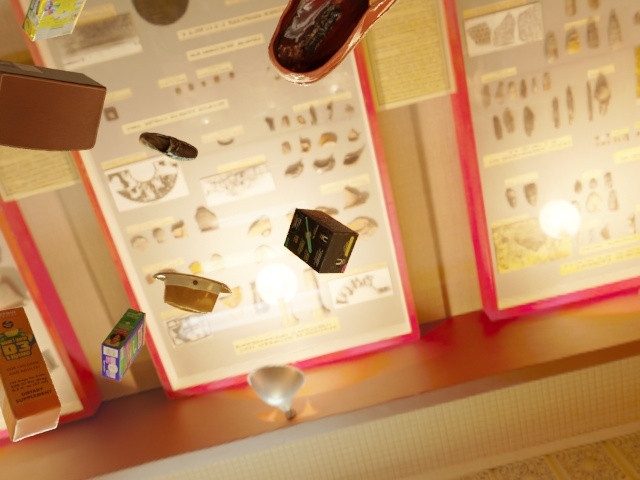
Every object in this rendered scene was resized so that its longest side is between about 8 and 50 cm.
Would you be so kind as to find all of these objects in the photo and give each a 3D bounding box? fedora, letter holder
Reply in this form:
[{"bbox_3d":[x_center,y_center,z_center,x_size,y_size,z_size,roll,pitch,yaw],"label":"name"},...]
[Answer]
[{"bbox_3d":[-0.311,0.129,1.323,0.195,0.079,0.194,9,166,2],"label":"fedora"},{"bbox_3d":[-0.813,-0.383,1.604,0.152,0.214,0.302,32,-157,32],"label":"letter holder"}]

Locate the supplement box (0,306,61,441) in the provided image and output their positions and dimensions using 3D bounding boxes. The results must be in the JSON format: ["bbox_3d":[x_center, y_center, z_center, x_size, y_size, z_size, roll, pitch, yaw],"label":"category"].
[{"bbox_3d":[-0.541,0.231,0.986,0.078,0.080,0.233,-11,-131,-42],"label":"supplement box"}]

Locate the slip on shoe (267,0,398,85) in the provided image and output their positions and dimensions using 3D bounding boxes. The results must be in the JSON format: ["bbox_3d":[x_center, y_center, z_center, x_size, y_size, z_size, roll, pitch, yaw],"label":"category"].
[{"bbox_3d":[0.049,-0.316,0.631,0.331,0.123,0.101,-49,-172,23],"label":"slip on shoe"}]

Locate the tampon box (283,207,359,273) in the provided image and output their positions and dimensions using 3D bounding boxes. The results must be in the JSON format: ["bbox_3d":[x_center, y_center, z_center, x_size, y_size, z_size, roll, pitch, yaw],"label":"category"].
[{"bbox_3d":[0.000,0.000,1.476,0.102,0.120,0.161,1,-154,-45],"label":"tampon box"}]

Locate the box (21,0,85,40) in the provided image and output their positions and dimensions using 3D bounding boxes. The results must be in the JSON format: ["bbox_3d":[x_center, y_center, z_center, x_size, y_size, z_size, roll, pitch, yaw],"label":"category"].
[{"bbox_3d":[-0.554,-0.502,1.167,0.179,0.043,0.105,-31,-173,43],"label":"box"}]

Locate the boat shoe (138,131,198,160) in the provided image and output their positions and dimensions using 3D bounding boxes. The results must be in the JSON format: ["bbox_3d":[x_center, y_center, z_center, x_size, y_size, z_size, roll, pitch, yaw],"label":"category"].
[{"bbox_3d":[-0.386,-0.239,1.416,0.152,0.056,0.049,12,-177,-24],"label":"boat shoe"}]

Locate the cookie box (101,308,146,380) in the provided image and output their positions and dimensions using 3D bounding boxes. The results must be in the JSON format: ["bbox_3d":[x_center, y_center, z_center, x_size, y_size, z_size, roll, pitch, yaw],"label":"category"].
[{"bbox_3d":[-0.381,0.201,1.073,0.040,0.091,0.107,16,-146,2],"label":"cookie box"}]
